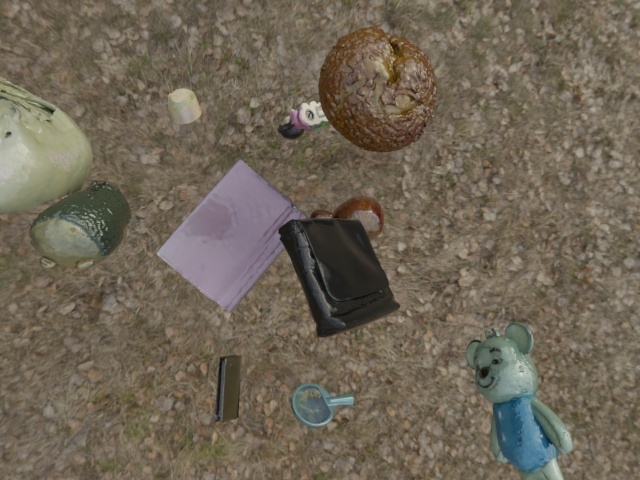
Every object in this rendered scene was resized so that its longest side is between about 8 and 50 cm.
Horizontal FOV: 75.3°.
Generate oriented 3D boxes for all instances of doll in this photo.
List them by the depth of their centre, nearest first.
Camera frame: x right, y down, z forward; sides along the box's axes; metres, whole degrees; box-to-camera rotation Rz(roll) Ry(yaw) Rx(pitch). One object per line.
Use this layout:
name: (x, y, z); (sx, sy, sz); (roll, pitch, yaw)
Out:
doll: (-0.730, -0.046, 1.314); (0.247, 0.349, 0.247); (-1, 125, -1)

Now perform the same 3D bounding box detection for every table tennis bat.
table tennis bat: (0.011, 0.549, 1.401); (0.237, 0.149, 0.038); (5, 131, -29)

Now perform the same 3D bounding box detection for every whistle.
whistle: (0.245, 0.222, 0.514); (0.077, 0.114, 0.236); (11, 55, -27)

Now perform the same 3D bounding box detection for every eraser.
eraser: (-0.247, -0.014, 1.210); (0.272, 0.122, 0.359); (39, 86, -1)

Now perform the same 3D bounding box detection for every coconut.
coconut: (-0.508, -0.491, 1.551); (0.116, 0.116, 0.122); (-18, 143, -12)

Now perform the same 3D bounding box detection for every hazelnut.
hazelnut: (0.101, -0.061, 1.169); (0.154, 0.143, 0.143); (-22, 103, 13)

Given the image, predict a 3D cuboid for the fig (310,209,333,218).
fig: (0.054, -0.068, 1.796); (0.201, 0.146, 0.134); (-2, 88, 9)

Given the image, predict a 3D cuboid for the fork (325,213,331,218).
fork: (0.001, 0.001, 1.702); (0.034, 0.028, 0.219); (19, 89, 12)

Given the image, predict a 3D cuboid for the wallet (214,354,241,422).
wallet: (-0.292, 0.469, 1.324); (0.031, 0.110, 0.198); (-4, 75, 21)

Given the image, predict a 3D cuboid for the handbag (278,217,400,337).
handbag: (0.037, 0.063, 0.809); (0.247, 0.080, 0.223); (-3, 65, -54)

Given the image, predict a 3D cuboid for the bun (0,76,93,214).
bun: (-0.423, -0.122, 0.487); (0.287, 0.287, 0.146); (-6, 117, -14)

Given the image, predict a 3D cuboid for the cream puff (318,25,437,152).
cream puff: (0.144, -0.360, 0.981); (0.303, 0.212, 0.303); (3, 82, -19)

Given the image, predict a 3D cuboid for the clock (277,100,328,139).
clock: (-0.063, -0.488, 1.702); (0.194, 0.195, 0.100); (-24, 97, -39)
